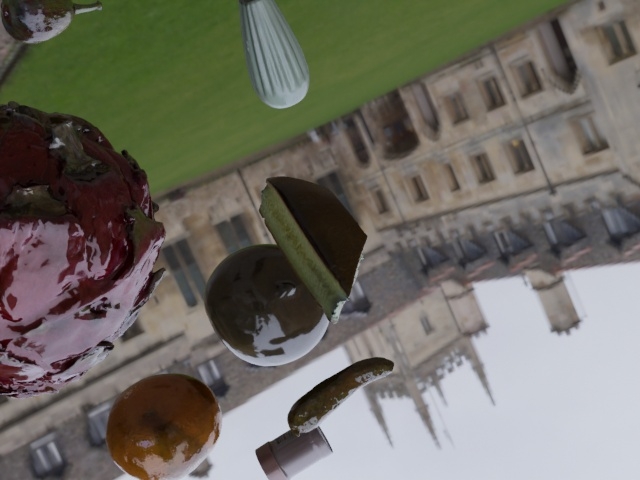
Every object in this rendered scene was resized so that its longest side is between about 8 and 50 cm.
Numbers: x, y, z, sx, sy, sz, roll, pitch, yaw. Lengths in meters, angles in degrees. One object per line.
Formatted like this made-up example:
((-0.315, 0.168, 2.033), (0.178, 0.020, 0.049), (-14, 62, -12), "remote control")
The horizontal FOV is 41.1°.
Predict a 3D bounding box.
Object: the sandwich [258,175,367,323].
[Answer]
((0.000, 0.000, 1.225), (0.096, 0.258, 0.094), (-17, 142, -24), "sandwich")

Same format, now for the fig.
((-0.554, -0.489, 1.817), (0.245, 0.149, 0.149), (-20, -179, -44), "fig")

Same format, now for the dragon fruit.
((-0.330, 0.009, 0.946), (0.329, 0.329, 0.329), (-24, -175, 2), "dragon fruit")

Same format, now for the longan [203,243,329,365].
((-0.123, 0.145, 1.945), (0.297, 0.297, 0.297), (-24, -175, 2), "longan")

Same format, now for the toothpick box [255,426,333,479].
((-0.058, 0.470, 1.905), (0.148, 0.098, 0.098), (-31, -175, -2), "toothpick box")

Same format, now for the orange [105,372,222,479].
((-0.319, 0.387, 1.760), (0.240, 0.171, 0.240), (-5, -136, 5), "orange")

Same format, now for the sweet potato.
((0.040, 0.319, 1.820), (0.273, 0.075, 0.075), (-32, -173, -22), "sweet potato")

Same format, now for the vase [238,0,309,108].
((-0.105, -0.404, 1.787), (0.128, 0.248, 0.128), (-12, -142, 9), "vase")
